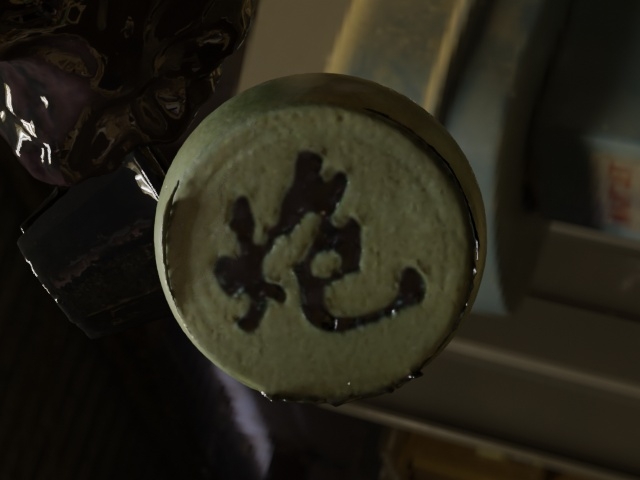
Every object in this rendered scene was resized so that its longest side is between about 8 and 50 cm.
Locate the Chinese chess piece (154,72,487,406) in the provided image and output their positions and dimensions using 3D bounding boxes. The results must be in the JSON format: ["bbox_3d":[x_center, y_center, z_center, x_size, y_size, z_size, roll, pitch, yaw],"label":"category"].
[{"bbox_3d":[0.000,0.000,1.616,0.146,0.349,0.349,-81,-1,-75],"label":"Chinese chess piece"}]

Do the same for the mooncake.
[{"bbox_3d":[-0.250,-0.250,1.688,0.350,0.212,0.381,-40,-33,-6],"label":"mooncake"}]

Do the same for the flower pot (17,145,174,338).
[{"bbox_3d":[-0.302,0.005,2.366,0.251,0.379,0.379,-34,-27,-2],"label":"flower pot"}]
